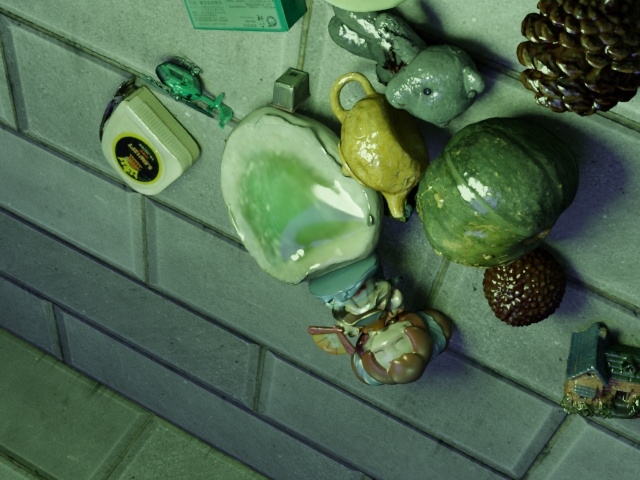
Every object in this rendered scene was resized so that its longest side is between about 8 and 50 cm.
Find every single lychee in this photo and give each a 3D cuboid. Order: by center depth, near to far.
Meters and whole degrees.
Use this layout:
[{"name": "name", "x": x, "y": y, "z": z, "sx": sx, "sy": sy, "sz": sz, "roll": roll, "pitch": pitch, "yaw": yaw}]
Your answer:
[{"name": "lychee", "x": 0.441, "y": 0.105, "z": 1.914, "sx": 0.188, "sy": 0.188, "sz": 0.188, "roll": 21, "pitch": 140, "yaw": 18}]

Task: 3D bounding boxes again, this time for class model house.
[{"name": "model house", "x": 0.648, "y": 0.289, "z": 1.973, "sx": 0.183, "sy": 0.166, "sz": 0.172, "roll": 10, "pitch": 134, "yaw": 13}]

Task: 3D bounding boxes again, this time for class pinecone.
[{"name": "pinecone", "x": 0.433, "y": -0.314, "z": 1.440, "sx": 0.224, "sy": 0.224, "sz": 0.272, "roll": 31, "pitch": 154, "yaw": 6}]

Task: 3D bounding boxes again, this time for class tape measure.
[{"name": "tape measure", "x": -0.464, "y": -0.260, "z": 2.264, "sx": 0.271, "sy": 0.133, "sz": 0.231, "roll": 48, "pitch": 134, "yaw": -14}]

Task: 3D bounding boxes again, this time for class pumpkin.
[{"name": "pumpkin", "x": 0.331, "y": -0.086, "z": 1.704, "sx": 0.257, "sy": 0.291, "sz": 0.327, "roll": 49, "pitch": 132, "yaw": 17}]

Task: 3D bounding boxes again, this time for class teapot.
[{"name": "teapot", "x": 0.103, "y": -0.191, "z": 1.776, "sx": 0.167, "sy": 0.203, "sz": 0.311, "roll": -31, "pitch": 86, "yaw": 27}]

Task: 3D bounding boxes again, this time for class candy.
[{"name": "candy", "x": -0.052, "y": -0.108, "z": 1.988, "sx": 0.386, "sy": 0.186, "sz": 0.427, "roll": -41, "pitch": 84, "yaw": 36}]

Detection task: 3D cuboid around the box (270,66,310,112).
[{"name": "box", "x": -0.064, "y": -0.330, "z": 1.914, "sx": 0.060, "sy": 0.084, "sz": 0.063, "roll": 23, "pitch": 136, "yaw": 17}]

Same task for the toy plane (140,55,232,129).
[{"name": "toy plane", "x": -0.305, "y": -0.356, "z": 2.066, "sx": 0.235, "sy": 0.096, "sz": 0.060, "roll": 28, "pitch": 149, "yaw": -21}]

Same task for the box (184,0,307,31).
[{"name": "box", "x": -0.164, "y": -0.513, "z": 1.787, "sx": 0.245, "sy": 0.092, "sz": 0.153, "roll": 10, "pitch": 135, "yaw": 29}]

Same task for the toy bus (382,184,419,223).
[{"name": "toy bus", "x": 0.171, "y": -0.132, "z": 1.939, "sx": 0.101, "sy": 0.088, "sz": 0.175, "roll": 18, "pitch": 139, "yaw": 19}]

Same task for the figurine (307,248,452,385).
[{"name": "figurine", "x": 0.136, "y": 0.201, "z": 2.137, "sx": 0.276, "sy": 0.248, "sz": 0.388, "roll": -30, "pitch": 114, "yaw": 13}]

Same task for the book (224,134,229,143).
[{"name": "book", "x": -0.094, "y": -0.172, "z": 2.151, "sx": 0.264, "sy": 0.027, "sz": 0.202, "roll": 4, "pitch": 132, "yaw": 36}]

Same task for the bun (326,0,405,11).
[{"name": "bun", "x": 0.082, "y": -0.543, "z": 1.512, "sx": 0.283, "sy": 0.179, "sz": 0.283, "roll": 5, "pitch": 142, "yaw": 4}]

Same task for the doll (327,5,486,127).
[{"name": "doll", "x": 0.142, "y": -0.334, "z": 1.687, "sx": 0.340, "sy": 0.158, "sz": 0.246, "roll": 31, "pitch": 164, "yaw": 3}]
